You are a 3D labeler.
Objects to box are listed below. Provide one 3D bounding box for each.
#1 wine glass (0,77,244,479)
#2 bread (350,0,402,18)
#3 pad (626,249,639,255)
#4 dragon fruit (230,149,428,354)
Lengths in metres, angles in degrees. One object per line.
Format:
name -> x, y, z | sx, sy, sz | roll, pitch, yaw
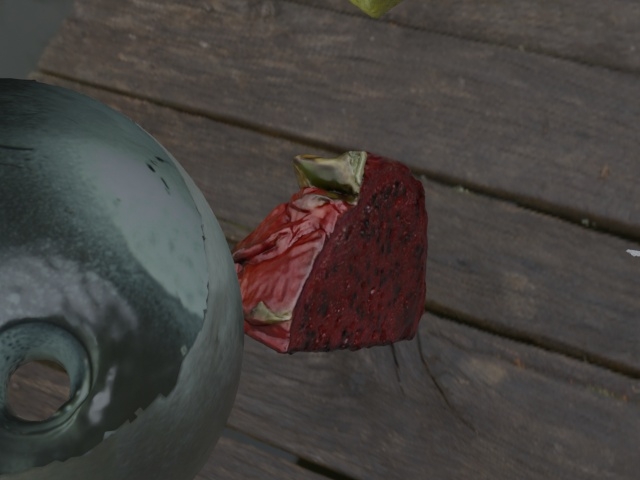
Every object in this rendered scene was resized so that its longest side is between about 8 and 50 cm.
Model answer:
wine glass -> -0.161, 0.058, 0.537 | 0.237, 0.323, 0.238 | 5, 67, -11
bread -> 0.151, -0.507, 1.353 | 0.361, 0.233, 0.245 | -37, 80, -19
pad -> 0.548, 0.036, 1.403 | 0.231, 0.156, 0.004 | 10, 95, 13
dragon fruit -> 0.000, 0.000, 1.057 | 0.152, 0.317, 0.205 | 16, 93, 28
